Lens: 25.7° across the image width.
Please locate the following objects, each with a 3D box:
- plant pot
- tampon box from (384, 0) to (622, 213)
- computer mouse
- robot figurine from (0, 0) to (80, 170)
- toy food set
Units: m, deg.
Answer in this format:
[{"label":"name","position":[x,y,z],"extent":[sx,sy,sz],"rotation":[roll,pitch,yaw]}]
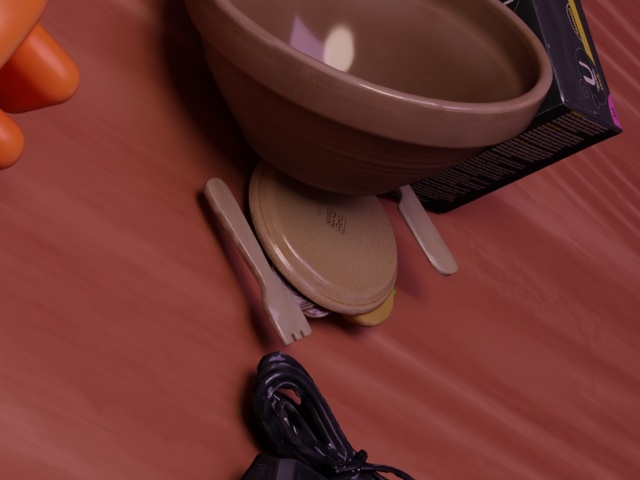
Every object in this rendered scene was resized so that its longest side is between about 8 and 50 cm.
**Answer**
[{"label":"plant pot","position":[0.018,-0.104,0.898],"extent":[0.237,0.109,0.237],"rotation":[16,31,-10]},{"label":"tampon box","position":[0.114,-0.109,1.020],"extent":[0.101,0.161,0.120],"rotation":[14,58,-54]},{"label":"computer mouse","position":[-0.009,0.198,0.742],"extent":[0.188,0.072,0.272],"rotation":[50,23,-15]},{"label":"robot figurine","position":[-0.211,-0.122,0.625],"extent":[0.219,0.158,0.128],"rotation":[47,14,-24]},{"label":"toy food set","position":[0.000,0.000,0.917],"extent":[0.192,0.038,0.132],"rotation":[-18,76,-50]}]
